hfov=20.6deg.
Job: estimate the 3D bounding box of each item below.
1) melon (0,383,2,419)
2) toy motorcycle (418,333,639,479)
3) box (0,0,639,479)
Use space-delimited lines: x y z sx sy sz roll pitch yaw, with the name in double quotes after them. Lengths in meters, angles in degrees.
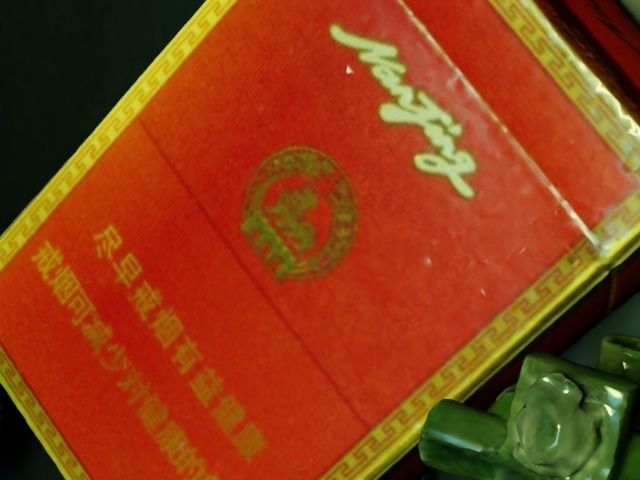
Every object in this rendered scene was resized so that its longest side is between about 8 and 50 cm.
-0.183 0.032 0.664 0.162 0.099 0.099 50 116 14 "melon"
0.121 0.134 0.477 0.275 0.127 0.205 17 104 28 "toy motorcycle"
0.000 0.000 0.571 0.240 0.074 0.153 -45 69 27 "box"
